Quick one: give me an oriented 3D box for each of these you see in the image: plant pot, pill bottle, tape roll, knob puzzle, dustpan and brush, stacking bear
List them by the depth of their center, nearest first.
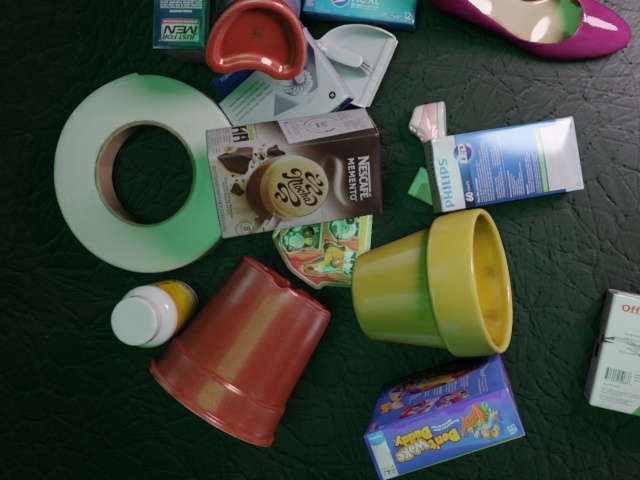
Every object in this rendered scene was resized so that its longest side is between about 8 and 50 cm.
[{"bbox_3d":[0.193,0.085,1.454,0.239,0.254,0.254,-9,91,25],"label":"plant pot"},{"bbox_3d":[-0.114,-0.450,1.478,0.175,0.164,0.289,5,49,-11],"label":"stacking bear"},{"bbox_3d":[-0.129,0.189,1.506,0.272,0.272,0.265,33,90,7],"label":"plant pot"},{"bbox_3d":[0.021,-0.354,1.541,0.211,0.060,0.147,27,97,27],"label":"dustpan and brush"},{"bbox_3d":[-0.315,0.139,1.549,0.117,0.208,0.118,1,93,10],"label":"pill bottle"},{"bbox_3d":[0.000,0.000,1.580,0.213,0.030,0.213,1,93,10],"label":"knob puzzle"},{"bbox_3d":[-0.334,-0.131,1.611,0.391,0.072,0.392,1,93,10],"label":"tape roll"}]

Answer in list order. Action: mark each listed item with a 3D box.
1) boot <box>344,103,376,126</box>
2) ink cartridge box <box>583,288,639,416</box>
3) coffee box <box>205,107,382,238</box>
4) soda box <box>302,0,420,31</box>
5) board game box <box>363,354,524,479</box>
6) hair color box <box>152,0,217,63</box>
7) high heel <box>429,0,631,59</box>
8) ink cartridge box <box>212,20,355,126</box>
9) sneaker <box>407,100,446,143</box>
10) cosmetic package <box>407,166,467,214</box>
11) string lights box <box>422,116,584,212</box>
[{"bbox_3d":[0.038,-0.216,1.556,0.121,0.045,0.099,30,98,2],"label":"boot"},{"bbox_3d":[0.573,0.203,1.461,0.153,0.087,0.208,13,96,9],"label":"ink cartridge box"},{"bbox_3d":[-0.046,-0.123,1.469,0.297,0.119,0.168,-9,123,-5],"label":"coffee box"},{"bbox_3d":[0.078,-0.441,1.524,0.210,0.071,0.067,10,94,9],"label":"soda box"},{"bbox_3d":[0.212,0.284,1.396,0.233,0.347,0.078,-21,90,10],"label":"board game box"},{"bbox_3d":[-0.232,-0.516,1.522,0.105,0.174,0.347,3,94,8],"label":"hair color box"},{"bbox_3d":[0.360,-0.403,1.421,0.377,0.181,0.127,13,95,9],"label":"high heel"},{"bbox_3d":[-0.082,-0.287,1.539,0.223,0.045,0.224,-39,77,20],"label":"ink cartridge box"},{"bbox_3d":[0.200,-0.191,1.527,0.070,0.051,0.134,-2,91,14],"label":"sneaker"},{"bbox_3d":[0.227,-0.087,1.530,0.115,0.041,0.060,26,96,8],"label":"cosmetic package"},{"bbox_3d":[0.326,-0.134,1.464,0.259,0.077,0.133,-9,91,-4],"label":"string lights box"}]
